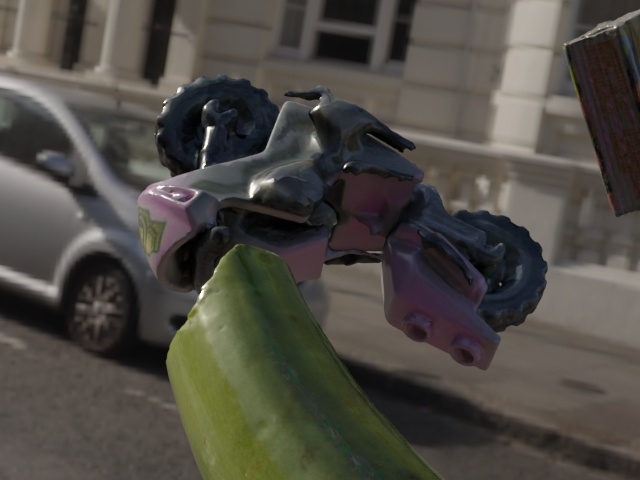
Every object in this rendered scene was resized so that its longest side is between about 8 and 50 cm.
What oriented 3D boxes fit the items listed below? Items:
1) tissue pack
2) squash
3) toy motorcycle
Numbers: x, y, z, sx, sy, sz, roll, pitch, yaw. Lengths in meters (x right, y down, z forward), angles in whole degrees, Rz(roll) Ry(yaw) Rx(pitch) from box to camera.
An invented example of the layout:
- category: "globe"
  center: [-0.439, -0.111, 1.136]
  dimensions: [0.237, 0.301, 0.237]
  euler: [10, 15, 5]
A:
- category: "tissue pack"
  center: [0.250, -0.104, 1.109]
  dimensions: [0.060, 0.148, 0.109]
  euler: [-13, 10, 31]
- category: "squash"
  center: [0.014, 0.101, 0.491]
  dimensions: [0.083, 0.083, 0.250]
  euler: [5, 32, -40]
- category: "toy motorcycle"
  center: [0.000, 0.000, 1.031]
  dimensions: [0.327, 0.188, 0.143]
  euler: [28, -35, 10]
